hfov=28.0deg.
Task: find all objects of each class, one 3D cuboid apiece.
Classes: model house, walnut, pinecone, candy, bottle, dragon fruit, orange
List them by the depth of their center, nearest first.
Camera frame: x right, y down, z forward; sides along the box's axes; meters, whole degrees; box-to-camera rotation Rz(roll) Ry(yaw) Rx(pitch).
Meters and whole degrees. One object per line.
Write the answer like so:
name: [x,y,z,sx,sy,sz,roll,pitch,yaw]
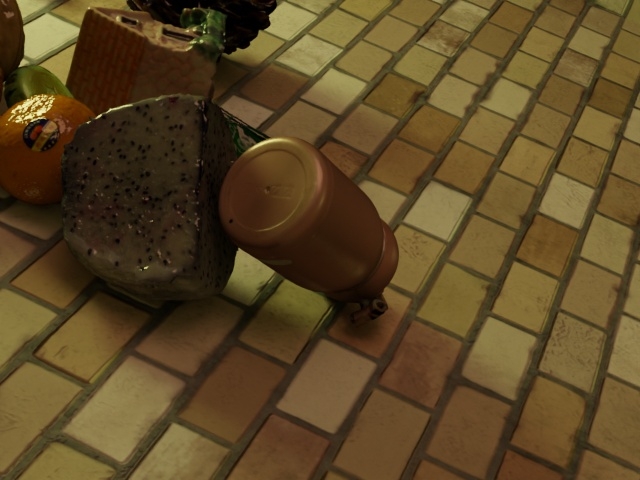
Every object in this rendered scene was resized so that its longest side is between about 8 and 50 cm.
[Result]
dragon fruit: [-0.237,-0.049,1.816,0.221,0.204,0.283,-2,74,7]
bottle: [0.000,0.000,1.827,0.297,0.173,0.206,40,28,-54]
orange: [-0.401,-0.133,1.886,0.178,0.155,0.177,-14,43,14]
walnut: [-0.583,-0.335,2.070,0.228,0.228,0.228,14,31,-9]
candy: [-0.147,-0.133,2.111,0.141,0.078,0.203,38,42,-4]
model house: [-0.299,-0.313,2.190,0.237,0.202,0.237,13,32,-12]
pinecone: [-0.225,-0.468,2.392,0.298,0.296,0.242,16,63,-48]

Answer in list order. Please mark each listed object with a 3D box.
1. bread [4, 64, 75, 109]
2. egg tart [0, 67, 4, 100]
bread: [-0.451,-0.215,2.059,0.139,0.071,0.130,53,33,4]
egg tart: [-0.562,-0.210,1.910,0.147,0.202,0.202,17,29,-25]
